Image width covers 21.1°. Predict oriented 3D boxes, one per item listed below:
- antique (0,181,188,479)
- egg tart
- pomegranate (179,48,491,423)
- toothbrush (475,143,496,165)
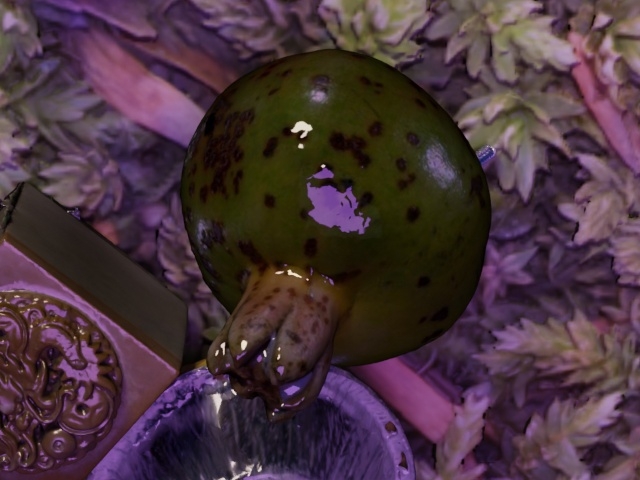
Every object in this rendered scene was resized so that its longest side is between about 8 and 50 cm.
[{"bbox_3d":[-0.187,0.070,1.107,0.152,0.148,0.146,38,104,-14],"label":"antique"},{"bbox_3d":[-0.046,0.183,1.169,0.234,0.094,0.234,-4,119,-7],"label":"egg tart"},{"bbox_3d":[0.000,0.000,1.053,0.202,0.248,0.202,13,136,13],"label":"pomegranate"},{"bbox_3d":[0.050,-0.018,1.165,0.162,0.017,0.014,-34,70,10],"label":"toothbrush"}]
